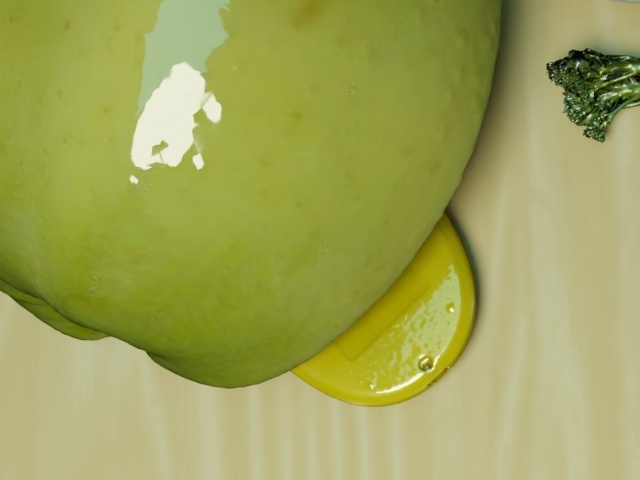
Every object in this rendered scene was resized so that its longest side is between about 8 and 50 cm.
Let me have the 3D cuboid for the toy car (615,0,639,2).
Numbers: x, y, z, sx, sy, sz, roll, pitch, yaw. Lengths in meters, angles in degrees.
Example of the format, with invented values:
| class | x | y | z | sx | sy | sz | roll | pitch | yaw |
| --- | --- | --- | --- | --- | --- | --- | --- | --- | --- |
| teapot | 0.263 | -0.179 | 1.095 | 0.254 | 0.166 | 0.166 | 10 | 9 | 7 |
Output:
| class | x | y | z | sx | sy | sz | roll | pitch | yaw |
| --- | --- | --- | --- | --- | --- | --- | --- | --- | --- |
| toy car | 0.195 | -0.176 | 0.560 | 0.170 | 0.070 | 0.080 | 0 | 55 | 0 |

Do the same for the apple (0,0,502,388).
| class | x | y | z | sx | sy | sz | roll | pitch | yaw |
| --- | --- | --- | --- | --- | --- | --- | --- | --- | --- |
| apple | -0.083 | -0.095 | 0.624 | 0.311 | 0.320 | 0.360 | 21 | 88 | -10 |

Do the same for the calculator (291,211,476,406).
| class | x | y | z | sx | sy | sz | roll | pitch | yaw |
| --- | --- | --- | --- | --- | --- | --- | --- | --- | --- |
| calculator | 0.000 | 0.000 | 0.633 | 0.146 | 0.032 | 0.235 | -46 | 66 | 7 |

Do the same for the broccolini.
| class | x | y | z | sx | sy | sz | roll | pitch | yaw |
| --- | --- | --- | --- | --- | --- | --- | --- | --- | --- |
| broccolini | 0.218 | -0.083 | 0.544 | 0.194 | 0.054 | 0.052 | 11 | 42 | 40 |
